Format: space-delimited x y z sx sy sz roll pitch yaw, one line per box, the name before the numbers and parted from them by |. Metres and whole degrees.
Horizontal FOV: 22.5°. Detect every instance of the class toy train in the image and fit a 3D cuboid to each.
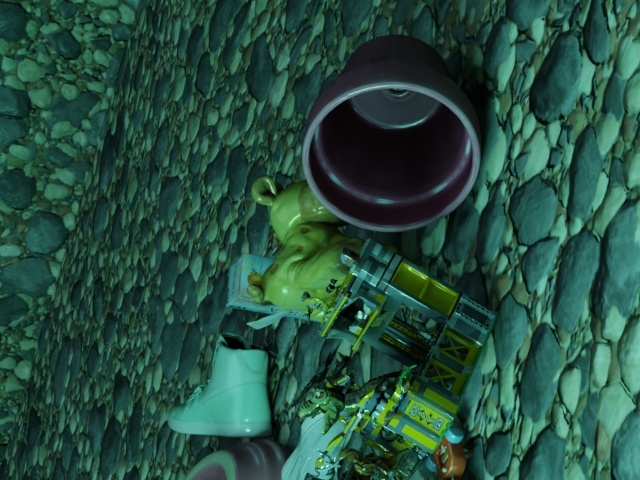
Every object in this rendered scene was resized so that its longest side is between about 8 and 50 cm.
toy train | 0.128 0.286 1.722 0.125 0.046 0.166 -107 37 -52

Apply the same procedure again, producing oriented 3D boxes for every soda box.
soda box | -0.022 0.064 2.007 0.063 0.183 0.058 143 135 -64

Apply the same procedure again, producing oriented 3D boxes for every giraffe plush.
giraffe plush | 0.000 0.000 1.924 0.210 0.181 0.170 -14 62 19

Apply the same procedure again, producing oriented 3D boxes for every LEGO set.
LEGO set | 0.031 0.161 1.721 0.255 0.192 0.331 -59 -2 -37

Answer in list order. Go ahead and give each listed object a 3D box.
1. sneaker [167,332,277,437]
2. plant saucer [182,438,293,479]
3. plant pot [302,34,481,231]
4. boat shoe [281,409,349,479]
sneaker | -0.143 0.213 2.365 0.256 0.094 0.151 -9 78 57
plant saucer | -0.150 0.415 2.187 0.332 0.084 0.332 -49 23 29
plant pot | 0.084 -0.139 1.851 0.180 0.201 0.201 -83 15 -55
boat shoe | -0.001 0.275 2.030 0.184 0.066 0.063 -58 44 39
